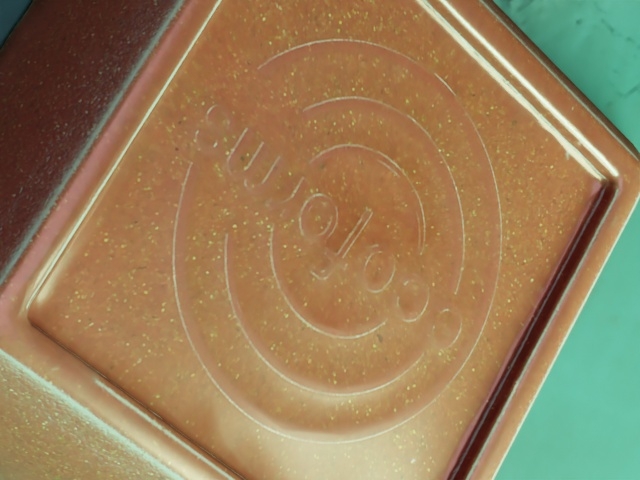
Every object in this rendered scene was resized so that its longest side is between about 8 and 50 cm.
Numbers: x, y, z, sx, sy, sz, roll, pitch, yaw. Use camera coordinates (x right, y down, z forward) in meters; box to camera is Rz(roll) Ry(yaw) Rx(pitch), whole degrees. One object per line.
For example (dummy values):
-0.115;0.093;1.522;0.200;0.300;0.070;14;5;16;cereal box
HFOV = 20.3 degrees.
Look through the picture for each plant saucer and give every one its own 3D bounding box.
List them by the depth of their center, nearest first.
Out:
0.000;0.000;0.629;0.258;0.047;0.259;40;70;-29;plant saucer
